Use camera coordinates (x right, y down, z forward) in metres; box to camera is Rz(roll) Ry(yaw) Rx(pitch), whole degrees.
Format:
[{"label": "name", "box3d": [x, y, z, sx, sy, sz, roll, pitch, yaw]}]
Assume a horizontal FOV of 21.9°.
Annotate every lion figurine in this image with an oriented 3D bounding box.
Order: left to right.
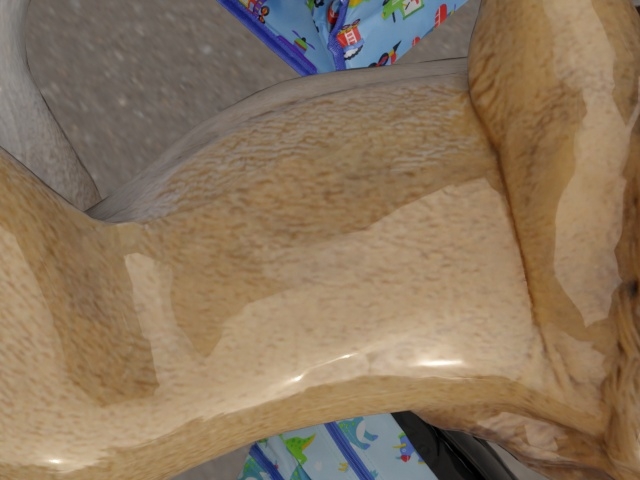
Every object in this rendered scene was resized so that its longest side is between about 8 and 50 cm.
[{"label": "lion figurine", "box3d": [0.000, 0.000, 0.450, 0.392, 0.142, 0.240, -11, 83, 9]}]

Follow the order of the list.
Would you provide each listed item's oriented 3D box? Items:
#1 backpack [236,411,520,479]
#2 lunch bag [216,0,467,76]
[{"label": "backpack", "box3d": [0.088, 0.271, 1.606, 0.273, 0.355, 0.290, -31, 162, 17]}, {"label": "lunch bag", "box3d": [-0.017, -0.282, 1.330, 0.221, 0.293, 0.138, -41, 154, -25]}]
